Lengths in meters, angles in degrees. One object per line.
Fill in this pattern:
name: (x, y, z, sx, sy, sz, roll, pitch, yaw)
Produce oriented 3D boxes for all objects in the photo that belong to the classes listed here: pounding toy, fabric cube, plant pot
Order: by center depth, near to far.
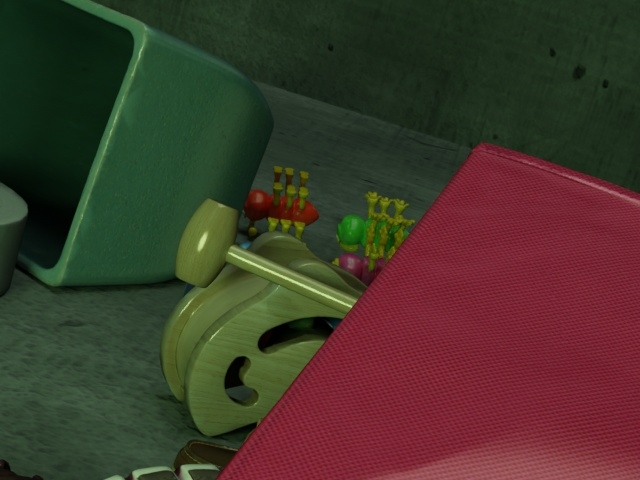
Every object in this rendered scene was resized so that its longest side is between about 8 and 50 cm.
fabric cube: (0.102, 0.163, 0.511, 0.259, 0.254, 0.258, 21, 36, 15)
pounding toy: (-0.017, 0.094, 1.092, 0.269, 0.154, 0.155, 31, 5, -30)
plant pot: (-0.193, -0.100, 1.446, 0.248, 0.247, 0.252, 28, 12, 39)

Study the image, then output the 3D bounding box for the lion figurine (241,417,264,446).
lion figurine: (0.129, 0.158, 0.776, 0.240, 0.142, 0.392, 36, -26, -23)

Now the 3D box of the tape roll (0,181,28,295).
tape roll: (-0.362, -0.019, 1.248, 0.219, 0.072, 0.219, 16, 12, -4)

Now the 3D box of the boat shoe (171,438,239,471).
boat shoe: (-0.009, 0.160, 0.974, 0.178, 0.060, 0.064, 17, 13, 1)

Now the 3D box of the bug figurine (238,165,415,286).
bug figurine: (0.000, 0.000, 1.613, 0.216, 0.072, 0.279, 10, 18, -2)

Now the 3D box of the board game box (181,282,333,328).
board game box: (0.005, 0.077, 1.335, 0.194, 0.060, 0.194, 23, 15, 26)

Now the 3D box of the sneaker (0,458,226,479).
sneaker: (-0.127, 0.131, 0.706, 0.281, 0.106, 0.162, 7, 13, -34)
